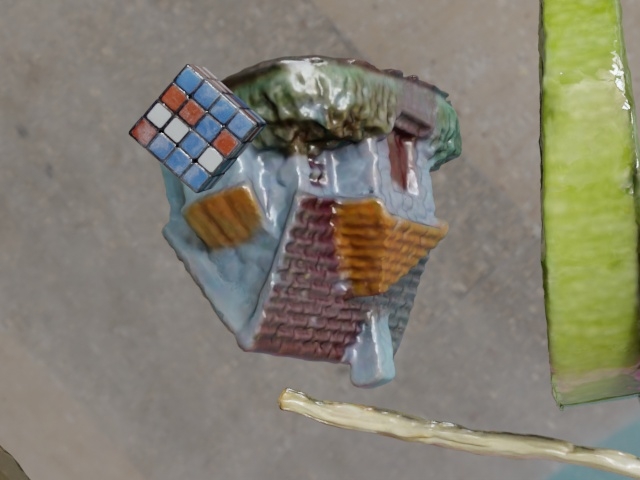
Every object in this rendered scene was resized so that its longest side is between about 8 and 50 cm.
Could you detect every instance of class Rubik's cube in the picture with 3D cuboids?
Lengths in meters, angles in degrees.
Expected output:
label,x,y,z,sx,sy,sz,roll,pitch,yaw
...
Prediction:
label,x,y,z,sx,sy,sz,roll,pitch,yaw
Rubik's cube,-0.120,-0.111,1.443,0.092,0.092,0.092,42,96,0

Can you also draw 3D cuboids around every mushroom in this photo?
label,x,y,z,sx,sy,sz,roll,pitch,yaw
mushroom,0.119,0.102,0.684,0.286,0.026,0.028,11,153,12

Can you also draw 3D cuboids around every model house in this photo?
label,x,y,z,sx,sy,sz,roll,pitch,yaw
model house,0.000,0.000,1.725,0.297,0.360,0.339,-14,75,30

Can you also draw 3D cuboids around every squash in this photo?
label,x,y,z,sx,sy,sz,roll,pitch,yaw
squash,0.117,-0.032,0.646,0.041,0.219,0.219,-4,121,10

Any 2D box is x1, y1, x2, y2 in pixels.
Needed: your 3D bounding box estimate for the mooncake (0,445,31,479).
label,x,y,z,sx,sy,sz,roll,pitch,yaw
mooncake,-0.276,0.247,0.870,0.161,0.290,0.290,-21,105,33
